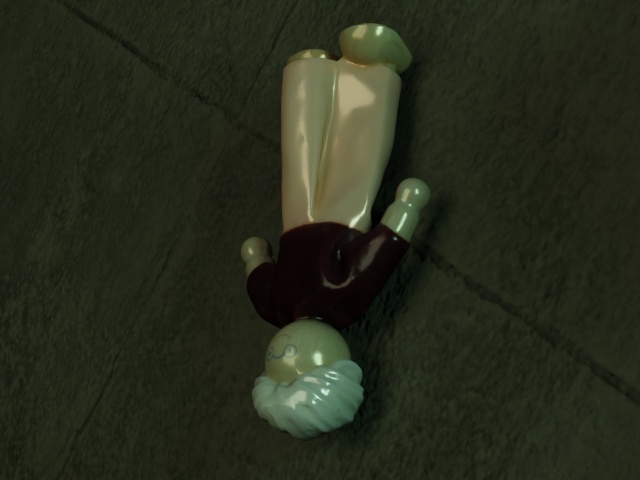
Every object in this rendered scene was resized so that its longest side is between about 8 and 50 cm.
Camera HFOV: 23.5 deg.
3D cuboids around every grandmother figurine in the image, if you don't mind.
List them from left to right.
[{"bbox_3d":[0.000,0.000,1.274,0.208,0.104,0.342,-28,49,52],"label":"grandmother figurine"}]
